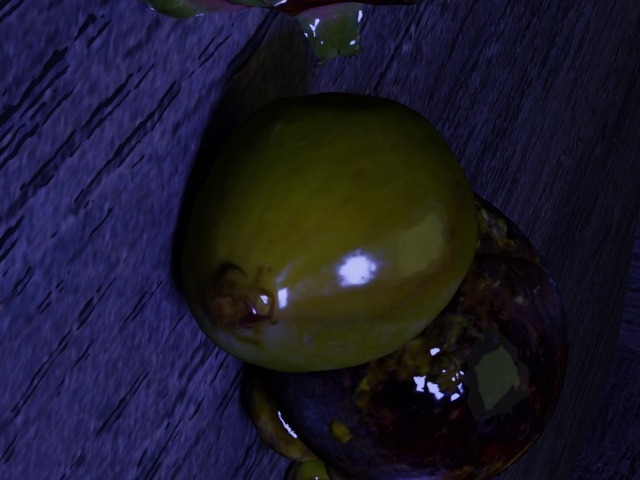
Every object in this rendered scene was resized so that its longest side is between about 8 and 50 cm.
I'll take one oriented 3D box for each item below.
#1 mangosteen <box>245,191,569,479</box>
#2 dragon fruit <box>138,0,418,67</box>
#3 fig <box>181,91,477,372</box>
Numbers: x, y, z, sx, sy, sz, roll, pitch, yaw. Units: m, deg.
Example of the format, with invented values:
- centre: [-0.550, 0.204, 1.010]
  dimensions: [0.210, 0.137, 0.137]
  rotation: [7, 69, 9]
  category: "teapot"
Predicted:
- centre: [0.034, 0.069, 1.121]
  dimensions: [0.217, 0.192, 0.192]
  rotation: [-48, -178, 31]
  category: "mangosteen"
- centre: [-0.012, -0.146, 0.803]
  dimensions: [0.236, 0.135, 0.137]
  rotation: [124, -24, -80]
  category: "dragon fruit"
- centre: [0.002, -0.002, 0.969]
  dimensions: [0.153, 0.136, 0.121]
  rotation: [-49, 179, -7]
  category: "fig"
